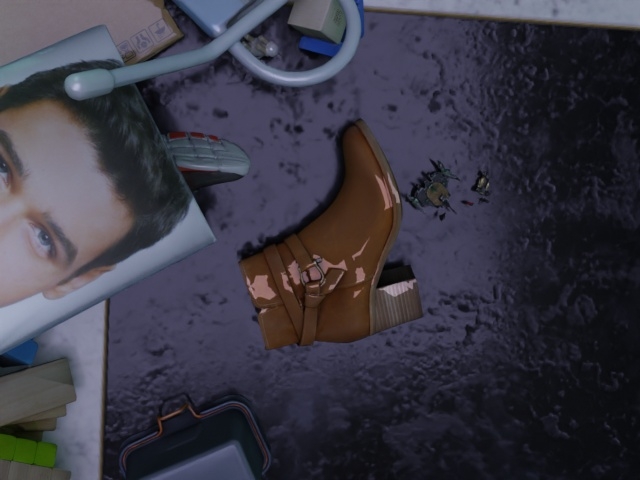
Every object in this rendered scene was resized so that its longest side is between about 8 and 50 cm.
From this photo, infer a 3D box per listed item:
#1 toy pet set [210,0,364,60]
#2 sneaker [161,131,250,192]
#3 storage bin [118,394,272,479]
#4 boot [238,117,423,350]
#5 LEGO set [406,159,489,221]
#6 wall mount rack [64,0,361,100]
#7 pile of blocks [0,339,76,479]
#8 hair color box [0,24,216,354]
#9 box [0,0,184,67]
[{"bbox_3d":[-0.020,-0.212,0.860,0.114,0.065,0.122,20,92,27],"label":"toy pet set"},{"bbox_3d":[-0.141,-0.055,0.866,0.158,0.061,0.064,-2,124,-5],"label":"sneaker"},{"bbox_3d":[-0.115,0.202,0.872,0.135,0.091,0.098,-23,98,-3],"label":"storage bin"},{"bbox_3d":[0.000,0.000,0.871,0.152,0.073,0.197,-12,95,0],"label":"boot"},{"bbox_3d":[0.116,-0.045,0.904,0.083,0.023,0.054,11,98,-20],"label":"LEGO set"},{"bbox_3d":[-0.133,-0.244,0.738,0.350,0.130,0.304,45,71,8],"label":"wall mount rack"},{"bbox_3d":[-0.314,0.111,0.849,0.113,0.149,0.362,-11,88,39],"label":"pile of blocks"},{"bbox_3d":[-0.289,0.008,0.716,0.374,0.113,0.185,-29,94,-18],"label":"hair color box"},{"bbox_3d":[-0.247,-0.197,0.847,0.201,0.021,0.164,-32,99,-1],"label":"box"}]
